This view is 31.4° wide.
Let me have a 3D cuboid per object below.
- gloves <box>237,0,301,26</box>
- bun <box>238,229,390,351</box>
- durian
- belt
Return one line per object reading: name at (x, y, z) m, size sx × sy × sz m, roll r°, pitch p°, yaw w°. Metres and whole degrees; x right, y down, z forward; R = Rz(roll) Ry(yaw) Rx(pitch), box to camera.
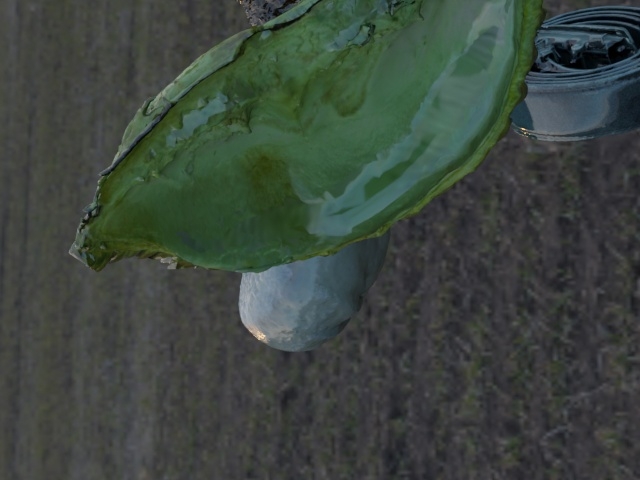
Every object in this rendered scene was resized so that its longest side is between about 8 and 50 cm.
gloves at (-0.073, -0.417, 1.775) m, size 0.135 × 0.313 × 0.210 m, roll -75°, pitch 11°, yaw -50°
bun at (0.002, -0.003, 1.743) m, size 0.354 × 0.194 × 0.354 m, roll -164°, pitch 90°, yaw -78°
durian at (0.008, -0.082, 0.779) m, size 0.163 × 0.394 × 0.198 m, roll 60°, pitch 167°, yaw 5°
belt at (0.350, -0.218, 1.455) m, size 0.268 × 0.206 × 0.116 m, roll 6°, pitch 132°, yaw 41°
